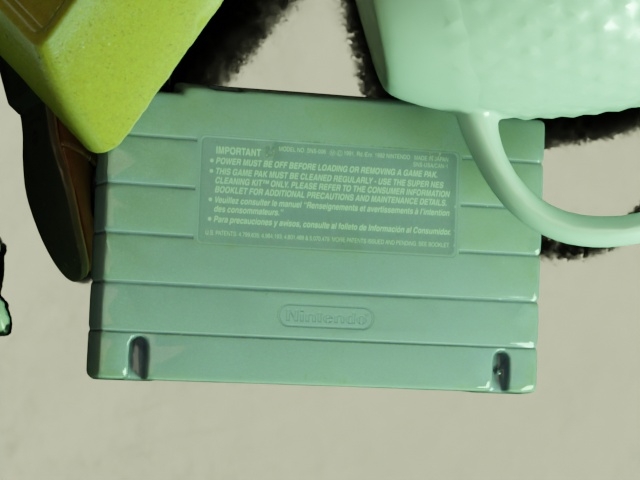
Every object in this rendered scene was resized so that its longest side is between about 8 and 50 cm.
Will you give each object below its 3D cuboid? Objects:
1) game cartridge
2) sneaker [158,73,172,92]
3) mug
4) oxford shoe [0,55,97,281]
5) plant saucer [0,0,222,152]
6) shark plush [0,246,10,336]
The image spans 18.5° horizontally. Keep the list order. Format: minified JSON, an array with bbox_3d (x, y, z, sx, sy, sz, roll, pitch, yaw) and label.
[{"bbox_3d":[0.000,0.000,1.527,0.355,0.068,0.230,4,82,-16],"label":"game cartridge"},{"bbox_3d":[-0.109,-0.177,1.558,0.163,0.086,0.226,-17,89,-1],"label":"sneaker"},{"bbox_3d":[0.199,-0.181,1.465,0.328,0.276,0.374,-14,90,-2],"label":"mug"},{"bbox_3d":[-0.197,-0.074,1.563,0.076,0.076,0.212,-12,95,-34],"label":"oxford shoe"},{"bbox_3d":[-0.184,-0.290,1.457,0.333,0.081,0.333,45,106,27],"label":"plant saucer"},{"bbox_3d":[-0.298,0.012,1.564,0.067,0.073,0.161,-2,92,30],"label":"shark plush"}]
